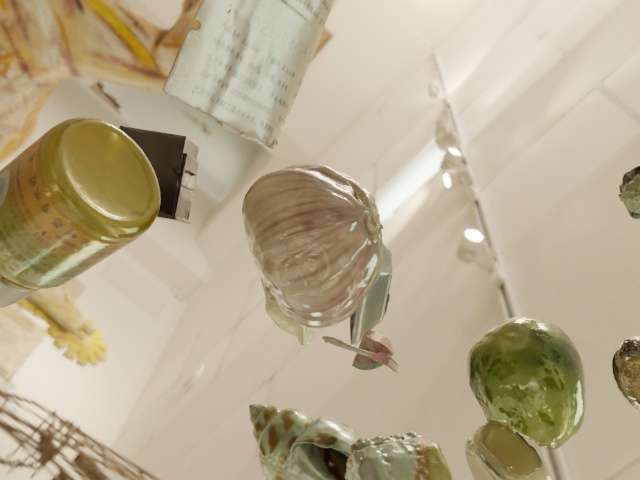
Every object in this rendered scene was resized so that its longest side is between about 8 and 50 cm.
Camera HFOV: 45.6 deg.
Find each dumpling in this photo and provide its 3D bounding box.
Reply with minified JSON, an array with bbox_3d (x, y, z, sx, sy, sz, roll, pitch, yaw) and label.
[{"bbox_3d":[-0.080,0.167,2.097,0.126,0.216,0.166,-56,179,36],"label":"dumpling"}]

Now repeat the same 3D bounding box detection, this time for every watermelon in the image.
[{"bbox_3d":[0.099,0.223,1.552,0.092,0.072,0.084,-28,179,2],"label":"watermelon"}]

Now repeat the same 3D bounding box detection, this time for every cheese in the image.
[{"bbox_3d":[0.479,0.590,1.937,0.127,0.233,0.266,-30,-136,-15],"label":"cheese"}]

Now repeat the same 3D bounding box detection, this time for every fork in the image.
[{"bbox_3d":[0.046,0.127,0.869,0.115,0.016,0.012,15,-163,41],"label":"fork"}]

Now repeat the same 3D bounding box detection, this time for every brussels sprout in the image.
[{"bbox_3d":[0.480,0.334,1.804,0.268,0.344,0.344,-7,-167,-3],"label":"brussels sprout"}]

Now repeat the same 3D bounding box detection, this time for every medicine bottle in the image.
[{"bbox_3d":[-0.479,-0.033,1.319,0.384,0.224,0.224,-27,-158,32],"label":"medicine bottle"}]

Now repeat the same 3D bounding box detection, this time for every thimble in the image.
[{"bbox_3d":[0.144,0.487,1.347,0.254,0.167,0.288,110,-26,-65],"label":"thimble"}]

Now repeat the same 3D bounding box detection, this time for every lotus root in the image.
[{"bbox_3d":[0.625,0.250,1.460,0.138,0.214,0.138,-31,-148,22],"label":"lotus root"}]

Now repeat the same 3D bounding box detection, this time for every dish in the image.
[{"bbox_3d":[0.117,0.101,1.746,0.181,0.080,0.243,-88,-177,-50],"label":"dish"}]

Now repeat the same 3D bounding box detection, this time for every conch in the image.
[{"bbox_3d":[-0.026,0.504,1.814,0.197,0.368,0.249,-63,171,-49],"label":"conch"}]

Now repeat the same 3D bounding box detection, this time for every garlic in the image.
[{"bbox_3d":[0.000,0.000,1.453,0.259,0.317,0.317,-27,-160,24],"label":"garlic"}]

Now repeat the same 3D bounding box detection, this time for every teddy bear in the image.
[{"bbox_3d":[0.575,-0.074,1.334,0.111,0.133,0.213,-9,173,6],"label":"teddy bear"}]

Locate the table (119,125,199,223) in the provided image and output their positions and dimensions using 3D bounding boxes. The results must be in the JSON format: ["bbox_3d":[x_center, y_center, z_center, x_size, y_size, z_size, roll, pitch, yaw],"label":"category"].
[{"bbox_3d":[-0.383,-0.150,1.792,0.169,0.173,0.193,65,34,-88],"label":"table"}]

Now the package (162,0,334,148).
[{"bbox_3d":[-0.047,-0.201,0.742,0.251,0.062,0.203,10,101,-75],"label":"package"}]
